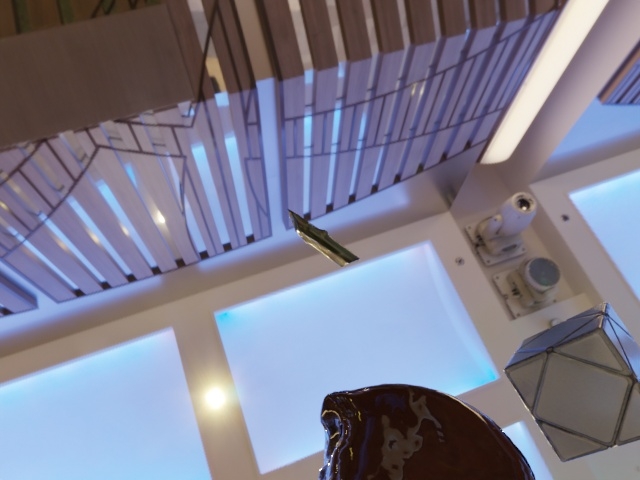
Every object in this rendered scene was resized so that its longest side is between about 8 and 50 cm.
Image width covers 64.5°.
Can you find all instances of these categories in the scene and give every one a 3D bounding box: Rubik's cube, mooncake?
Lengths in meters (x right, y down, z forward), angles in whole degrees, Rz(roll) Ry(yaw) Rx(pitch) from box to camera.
[{"bbox_3d":[0.521,0.272,0.996,0.205,0.205,0.207,-16,-107,-57],"label":"Rubik's cube"},{"bbox_3d":[0.098,0.327,0.607,0.333,0.174,0.326,-2,-156,-21],"label":"mooncake"}]

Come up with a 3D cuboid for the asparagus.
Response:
[{"bbox_3d":[0.000,-0.001,0.600,0.108,0.025,0.021,36,-121,-15],"label":"asparagus"}]
